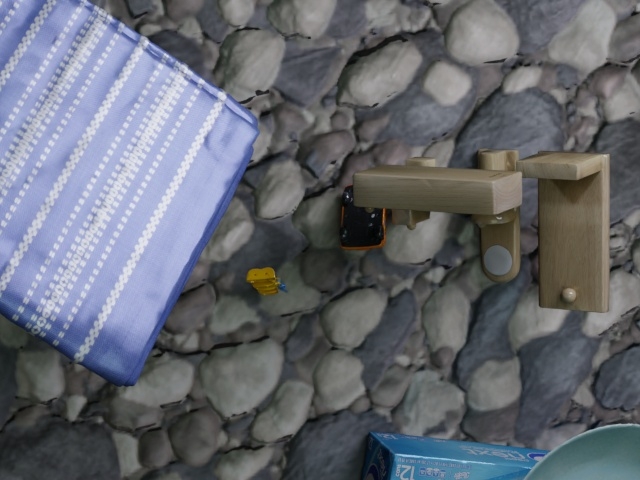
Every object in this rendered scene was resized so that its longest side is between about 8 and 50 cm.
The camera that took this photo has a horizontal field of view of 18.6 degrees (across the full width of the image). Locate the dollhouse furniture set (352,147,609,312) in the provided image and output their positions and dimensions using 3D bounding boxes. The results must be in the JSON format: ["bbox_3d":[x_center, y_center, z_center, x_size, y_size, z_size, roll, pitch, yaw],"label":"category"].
[{"bbox_3d":[0.123,0.003,1.465,0.144,0.151,0.123,4,102,29],"label":"dollhouse furniture set"}]

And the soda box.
[{"bbox_3d":[0.140,0.201,1.546,0.210,0.071,0.067,7,97,-16],"label":"soda box"}]

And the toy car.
[{"bbox_3d":[0.000,0.000,1.503,0.122,0.060,0.040,-19,149,6],"label":"toy car"}]

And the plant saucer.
[{"bbox_3d":[0.222,0.231,1.515,0.195,0.037,0.195,-3,103,-14],"label":"plant saucer"}]

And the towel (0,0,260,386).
[{"bbox_3d":[-0.219,-0.076,1.371,0.336,0.040,0.243,34,61,-16],"label":"towel"}]
